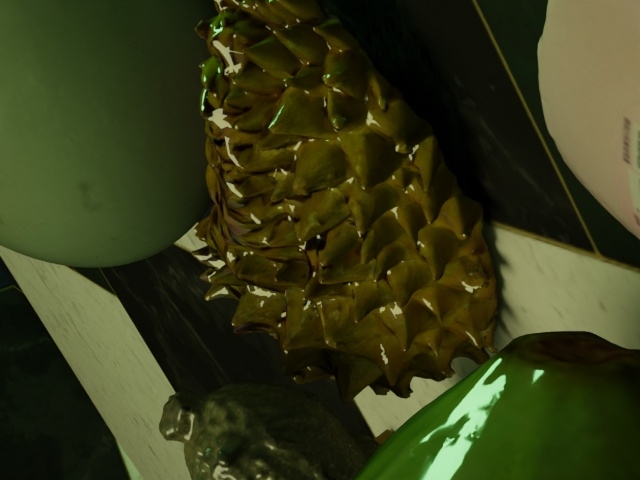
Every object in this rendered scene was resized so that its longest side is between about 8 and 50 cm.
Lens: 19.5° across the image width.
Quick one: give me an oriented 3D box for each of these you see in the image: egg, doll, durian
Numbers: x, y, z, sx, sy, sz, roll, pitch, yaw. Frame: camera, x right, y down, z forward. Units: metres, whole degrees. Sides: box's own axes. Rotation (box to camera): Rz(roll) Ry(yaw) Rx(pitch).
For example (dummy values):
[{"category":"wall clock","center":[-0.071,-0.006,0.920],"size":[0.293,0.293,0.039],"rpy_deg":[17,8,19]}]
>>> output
[{"category":"egg","center":[-0.155,-0.112,1.030],"size":[0.203,0.203,0.283],"rpy_deg":[31,154,57]},{"category":"doll","center":[0.011,0.138,1.069],"size":[0.202,0.091,0.286],"rpy_deg":[25,179,3]},{"category":"durian","center":[0.001,-0.001,0.969],"size":[0.191,0.112,0.341],"rpy_deg":[51,164,18]}]

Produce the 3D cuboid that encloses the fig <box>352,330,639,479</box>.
[{"category":"fig","center":[0.110,0.194,0.766],"size":[0.316,0.316,0.316],"rpy_deg":[49,164,20]}]

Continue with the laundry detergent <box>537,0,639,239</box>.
[{"category":"laundry detergent","center":[0.194,0.019,0.476],"size":[0.335,0.088,0.159],"rpy_deg":[42,160,37]}]

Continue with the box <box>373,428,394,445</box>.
[{"category":"box","center":[0.103,0.262,1.309],"size":[0.152,0.070,0.237],"rpy_deg":[32,150,56]}]
